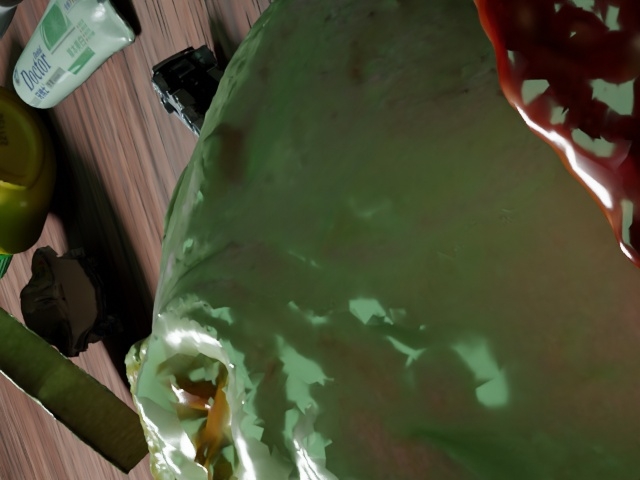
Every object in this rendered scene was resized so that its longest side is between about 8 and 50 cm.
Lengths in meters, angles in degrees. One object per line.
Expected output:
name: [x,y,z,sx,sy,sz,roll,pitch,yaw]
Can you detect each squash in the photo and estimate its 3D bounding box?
squash: [-0.213,0.090,1.459,0.219,0.041,0.219,40,173,6]

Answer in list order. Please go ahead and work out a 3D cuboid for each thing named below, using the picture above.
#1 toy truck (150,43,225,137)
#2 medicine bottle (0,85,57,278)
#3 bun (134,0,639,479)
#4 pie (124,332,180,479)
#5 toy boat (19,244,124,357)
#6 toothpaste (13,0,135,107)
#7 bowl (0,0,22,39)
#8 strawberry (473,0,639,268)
toy truck: [-0.055,-0.068,1.036,0.083,0.039,0.044,43,163,47]
medicine bottle: [-0.264,-0.029,1.571,0.111,0.076,0.309,65,161,11]
bun: [0.028,0.048,0.724,0.293,0.187,0.293,52,157,33]
pie: [-0.024,0.158,1.125,0.201,0.090,0.248,32,142,42]
toy boat: [-0.205,0.053,1.517,0.084,0.066,0.210,69,161,1]
toothpaste: [-0.164,-0.125,1.261,0.064,0.041,0.218,56,158,-2]
bowl: [-0.243,-0.188,1.277,0.086,0.189,0.189,-4,113,26]
strawberry: [0.131,-0.032,0.500,0.236,0.111,0.190,51,-164,-20]
